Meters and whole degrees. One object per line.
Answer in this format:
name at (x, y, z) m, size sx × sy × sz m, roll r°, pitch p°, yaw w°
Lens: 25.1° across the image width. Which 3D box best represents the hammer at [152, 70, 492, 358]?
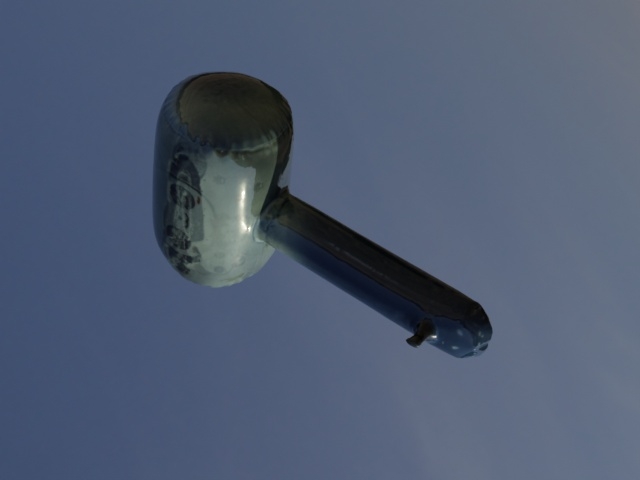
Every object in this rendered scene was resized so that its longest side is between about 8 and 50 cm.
hammer at (0.000, 0.000, 0.701) m, size 0.194 × 0.116 × 0.069 m, roll 32°, pitch -130°, yaw 20°
